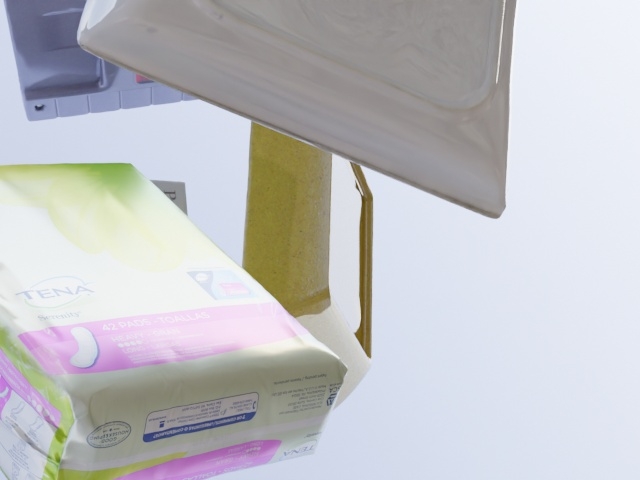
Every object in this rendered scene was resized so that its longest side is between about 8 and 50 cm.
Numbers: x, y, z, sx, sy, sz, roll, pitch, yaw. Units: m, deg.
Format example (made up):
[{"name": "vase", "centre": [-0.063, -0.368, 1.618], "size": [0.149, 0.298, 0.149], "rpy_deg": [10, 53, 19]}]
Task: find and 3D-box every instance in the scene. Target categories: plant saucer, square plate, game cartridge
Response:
[{"name": "plant saucer", "centre": [0.000, 0.000, 1.329], "size": [0.333, 0.081, 0.332], "rpy_deg": [61, -153, -62]}, {"name": "square plate", "centre": [0.020, -0.224, 0.912], "size": [0.344, 0.049, 0.347], "rpy_deg": [21, -122, -18]}, {"name": "game cartridge", "centre": [-0.214, -0.241, 1.242], "size": [0.230, 0.355, 0.068], "rpy_deg": [-5, -113, -10]}]

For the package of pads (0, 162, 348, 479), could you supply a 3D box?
[{"name": "package of pads", "centre": [-0.162, 0.052, 0.816], "size": [0.229, 0.296, 0.101], "rpy_deg": [-4, -56, -43]}]

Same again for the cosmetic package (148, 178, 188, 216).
[{"name": "cosmetic package", "centre": [-0.333, 0.044, 1.251], "size": [0.385, 0.156, 0.217], "rpy_deg": [-2, -100, -35]}]
